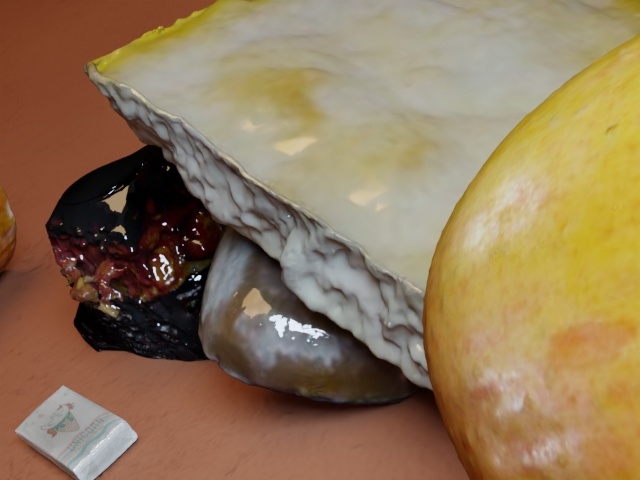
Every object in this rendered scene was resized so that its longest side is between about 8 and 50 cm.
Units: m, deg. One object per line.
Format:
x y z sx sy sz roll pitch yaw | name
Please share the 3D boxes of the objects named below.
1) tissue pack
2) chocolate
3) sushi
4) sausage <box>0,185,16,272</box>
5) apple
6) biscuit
-0.190 0.149 0.867 0.056 0.023 0.108 -43 32 -25 | tissue pack
0.002 -0.001 0.811 0.156 0.080 0.254 9 37 -2 | chocolate
-0.140 0.007 0.917 0.153 0.150 0.172 -38 31 -18 | sushi
-0.463 0.038 1.071 0.233 0.233 0.287 -6 36 35 | sausage
0.191 0.048 0.436 0.275 0.299 0.299 -21 26 46 | apple
0.097 -0.087 0.780 0.429 0.104 0.446 28 48 29 | biscuit
